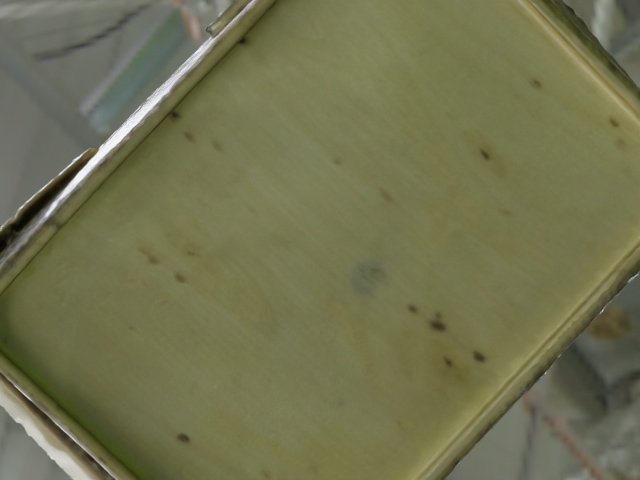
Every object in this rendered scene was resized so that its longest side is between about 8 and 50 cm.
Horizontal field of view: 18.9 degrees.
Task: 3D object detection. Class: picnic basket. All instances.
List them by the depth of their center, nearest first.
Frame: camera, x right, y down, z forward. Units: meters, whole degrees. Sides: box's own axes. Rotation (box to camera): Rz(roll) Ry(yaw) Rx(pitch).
[{"bbox_3d":[0.000,0.000,0.473,0.115,0.164,0.079,46,175,-9],"label":"picnic basket"}]
